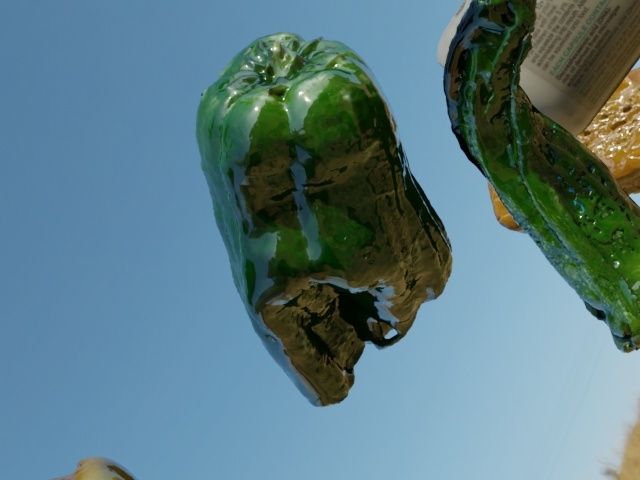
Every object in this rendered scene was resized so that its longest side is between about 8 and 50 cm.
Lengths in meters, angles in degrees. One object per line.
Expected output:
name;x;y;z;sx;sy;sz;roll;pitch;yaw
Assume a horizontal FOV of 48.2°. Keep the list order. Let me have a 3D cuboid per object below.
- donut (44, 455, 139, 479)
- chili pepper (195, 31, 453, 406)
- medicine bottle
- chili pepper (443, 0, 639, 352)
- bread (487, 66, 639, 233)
donut;-0.150;0.238;0.398;0.128;0.208;0.261;-3;-36;-20
chili pepper;0.001;0.007;0.656;0.167;0.213;0.384;-59;-36;-43
medicine bottle;0.196;-0.194;0.532;0.135;0.135;0.215;6;-58;-54
chili pepper;0.157;-0.017;0.421;0.065;0.122;0.279;-37;-82;2
bread;0.310;-0.100;0.771;0.077;0.271;0.139;14;-123;-57
